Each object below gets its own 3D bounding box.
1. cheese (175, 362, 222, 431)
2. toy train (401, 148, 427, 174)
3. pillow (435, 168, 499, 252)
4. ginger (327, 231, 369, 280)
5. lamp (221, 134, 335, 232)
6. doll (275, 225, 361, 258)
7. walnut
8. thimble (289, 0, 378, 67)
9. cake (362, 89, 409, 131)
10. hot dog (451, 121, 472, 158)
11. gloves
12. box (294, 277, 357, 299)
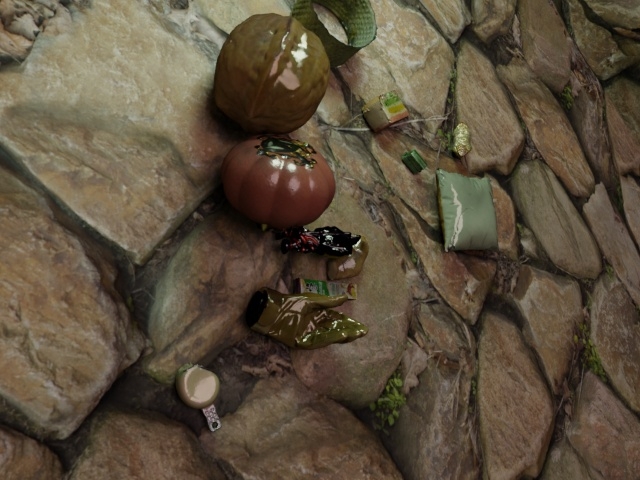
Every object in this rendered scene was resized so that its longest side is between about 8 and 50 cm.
[{"bbox_3d":[-0.275,0.365,1.168,0.092,0.048,0.171,-45,104,-32],"label":"cheese"},{"bbox_3d":[0.339,-0.284,1.768,0.093,0.056,0.038,47,54,-16],"label":"toy train"},{"bbox_3d":[0.547,-0.104,1.827,0.310,0.119,0.312,3,76,-38],"label":"pillow"},{"bbox_3d":[0.090,0.054,1.495,0.095,0.069,0.190,26,60,10],"label":"ginger"},{"bbox_3d":[-0.114,-0.141,1.298,0.306,0.239,0.305,12,29,-7],"label":"lamp"},{"bbox_3d":[-0.001,0.001,1.419,0.249,0.088,0.127,-2,68,-25],"label":"doll"},{"bbox_3d":[-0.136,-0.439,1.337,0.306,0.306,0.343,38,49,-21],"label":"walnut"},{"bbox_3d":[0.042,-0.719,1.620,0.271,0.150,0.270,10,72,-32],"label":"thimble"},{"bbox_3d":[0.234,-0.461,1.754,0.109,0.090,0.225,58,35,-5],"label":"cake"},{"bbox_3d":[0.560,-0.384,1.945,0.078,0.061,0.168,7,66,11],"label":"hot dog"},{"bbox_3d":[-0.032,0.215,1.325,0.331,0.141,0.154,17,42,-20],"label":"gloves"},{"bbox_3d":[0.017,0.144,1.436,0.207,0.041,0.049,9,72,-34],"label":"box"}]
